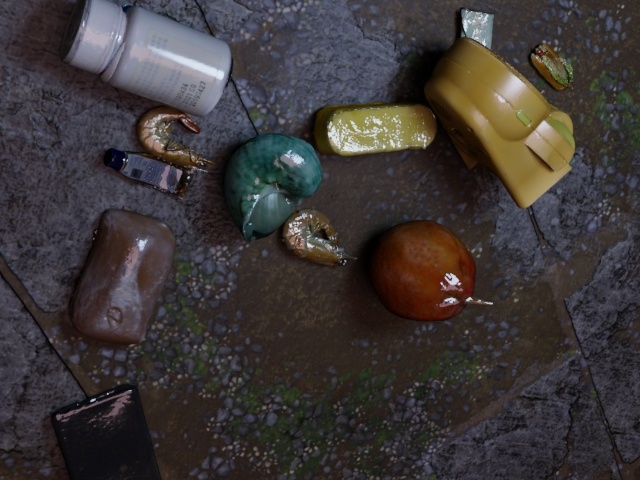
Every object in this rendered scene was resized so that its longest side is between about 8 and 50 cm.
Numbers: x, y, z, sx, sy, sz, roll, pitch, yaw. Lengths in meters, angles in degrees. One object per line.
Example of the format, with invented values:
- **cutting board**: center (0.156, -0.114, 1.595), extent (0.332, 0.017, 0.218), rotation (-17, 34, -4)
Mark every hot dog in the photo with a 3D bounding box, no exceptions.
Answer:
- **hot dog**: center (0.491, -0.362, 1.903), extent (0.133, 0.041, 0.056), rotation (39, 90, -29)

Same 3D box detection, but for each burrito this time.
- **burrito**: center (0.307, -0.402, 1.807), extent (0.074, 0.044, 0.118), rotation (-1, 106, -16)

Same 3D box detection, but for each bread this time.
- **bread**: center (0.103, -0.218, 1.756), extent (0.245, 0.094, 0.102), rotation (-9, 102, -22)

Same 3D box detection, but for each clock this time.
- **clock**: center (0.333, -0.242, 1.740), extent (0.200, 0.244, 0.317), rotation (-49, 132, 3)

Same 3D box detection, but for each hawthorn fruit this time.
- **hawthorn fruit**: center (0.226, 0.072, 1.811), extent (0.210, 0.262, 0.210), rotation (-20, 122, -36)

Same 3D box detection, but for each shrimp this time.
- **shrimp**: center (0.000, 0.000, 1.821), extent (0.180, 0.041, 0.099), rotation (27, 81, -28)
- **shrimp**: center (-0.254, -0.185, 1.644), extent (0.162, 0.045, 0.095), rotation (23, 76, -24)

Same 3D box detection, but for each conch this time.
- **conch**: center (-0.084, -0.117, 1.688), extent (0.202, 0.134, 0.196), rotation (-22, 147, -19)

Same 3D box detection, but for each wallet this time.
- **wallet**: center (-0.408, 0.446, 1.788), extent (0.170, 0.044, 0.321), rotation (-18, 111, -19)

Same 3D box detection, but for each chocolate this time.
- **chocolate**: center (-0.355, 0.076, 1.659), extent (0.161, 0.083, 0.261), rotation (14, 101, -29)

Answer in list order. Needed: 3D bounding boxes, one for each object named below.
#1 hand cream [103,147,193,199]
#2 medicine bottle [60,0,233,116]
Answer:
- **hand cream**: center (-0.311, -0.125, 1.638), extent (0.163, 0.039, 0.062), rotation (20, 97, -34)
- **medicine bottle**: center (-0.290, -0.311, 1.517), extent (0.258, 0.143, 0.143), rotation (18, 100, -29)
